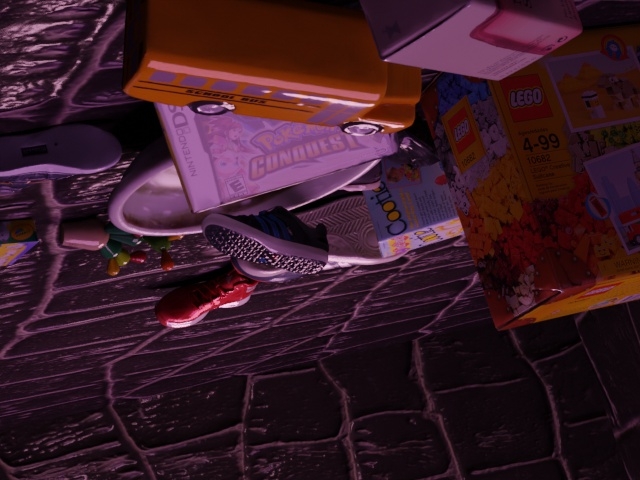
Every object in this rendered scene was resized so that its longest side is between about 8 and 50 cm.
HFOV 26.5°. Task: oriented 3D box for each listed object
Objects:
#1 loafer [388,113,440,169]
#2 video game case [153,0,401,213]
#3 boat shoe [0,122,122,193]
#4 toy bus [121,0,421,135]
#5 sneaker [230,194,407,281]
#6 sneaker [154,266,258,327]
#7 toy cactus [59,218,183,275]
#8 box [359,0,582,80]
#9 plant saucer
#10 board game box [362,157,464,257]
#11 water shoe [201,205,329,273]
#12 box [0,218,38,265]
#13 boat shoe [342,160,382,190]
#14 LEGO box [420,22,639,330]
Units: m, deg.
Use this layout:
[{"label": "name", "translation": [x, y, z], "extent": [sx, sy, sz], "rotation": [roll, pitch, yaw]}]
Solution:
[{"label": "loafer", "translation": [0.137, -0.147, 2.103], "extent": [0.078, 0.076, 0.223], "rotation": [-28, 168, 13]}, {"label": "video game case", "translation": [-0.055, -0.166, 1.611], "extent": [0.274, 0.035, 0.248], "rotation": [-16, 133, -2]}, {"label": "boat shoe", "translation": [-0.349, -0.103, 1.730], "extent": [0.183, 0.065, 0.083], "rotation": [-5, 165, -18]}, {"label": "toy bus", "translation": [-0.043, -0.194, 1.454], "extent": [0.332, 0.108, 0.130], "rotation": [6, 166, -22]}, {"label": "sneaker", "translation": [0.000, 0.000, 2.458], "extent": [0.350, 0.131, 0.148], "rotation": [-6, 171, -19]}, {"label": "sneaker", "translation": [-0.217, 0.094, 2.674], "extent": [0.221, 0.087, 0.128], "rotation": [-22, 163, -34]}, {"label": "toy cactus", "translation": [-0.317, 0.001, 2.130], "extent": [0.180, 0.112, 0.219], "rotation": [0, 169, -24]}, {"label": "box", "translation": [0.156, -0.274, 1.463], "extent": [0.126, 0.149, 0.232], "rotation": [-28, 163, 36]}, {"label": "plant saucer", "translation": [-0.106, -0.121, 1.861], "extent": [0.400, 0.101, 0.400], "rotation": [-17, 167, -4]}, {"label": "board game box", "translation": [0.212, -0.087, 2.293], "extent": [0.275, 0.144, 0.142], "rotation": [-17, 167, 2]}, {"label": "water shoe", "translation": [-0.082, -0.012, 1.976], "extent": [0.203, 0.080, 0.073], "rotation": [20, 146, -27]}, {"label": "box", "translation": [-0.521, 0.009, 2.007], "extent": [0.179, 0.043, 0.105], "rotation": [-4, 161, -39]}, {"label": "boat shoe", "translation": [0.005, -0.116, 2.152], "extent": [0.206, 0.075, 0.065], "rotation": [-4, 119, -26]}, {"label": "LEGO box", "translation": [0.444, -0.111, 1.990], "extent": [0.500, 0.373, 0.193], "rotation": [-11, 165, -26]}]
